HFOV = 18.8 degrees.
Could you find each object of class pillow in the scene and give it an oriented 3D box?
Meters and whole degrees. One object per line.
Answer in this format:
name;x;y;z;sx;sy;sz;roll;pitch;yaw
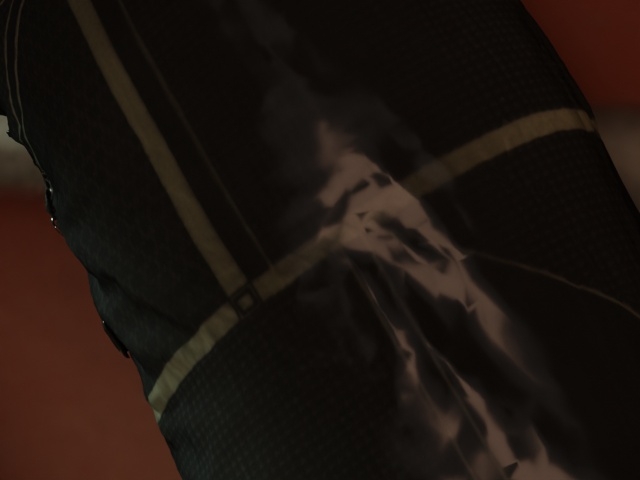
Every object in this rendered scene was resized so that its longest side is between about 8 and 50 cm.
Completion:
pillow;0.000;0.000;0.531;0.161;0.092;0.335;-32;66;13
